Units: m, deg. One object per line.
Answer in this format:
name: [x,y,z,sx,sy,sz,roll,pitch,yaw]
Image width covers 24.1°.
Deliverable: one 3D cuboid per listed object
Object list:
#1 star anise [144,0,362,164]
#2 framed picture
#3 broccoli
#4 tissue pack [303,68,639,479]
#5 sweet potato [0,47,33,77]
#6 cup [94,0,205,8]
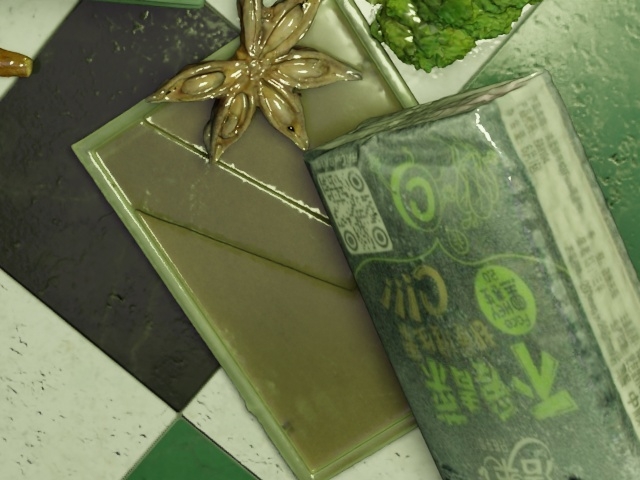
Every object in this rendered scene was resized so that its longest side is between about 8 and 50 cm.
star anise: [-0.057,-0.165,1.460,0.172,0.063,0.208,31,98,-21]
framed picture: [0.000,0.000,1.539,0.326,0.028,0.446,-32,98,8]
broccoli: [0.116,-0.296,1.424,0.302,0.186,0.254,-7,103,45]
tissue pack: [0.162,0.061,1.385,0.124,0.288,0.394,-29,100,-32]
sweet potato: [-0.422,-0.196,1.503,0.265,0.057,0.057,10,101,2]
cup: [-0.271,-0.398,1.316,0.392,0.310,0.401,9,134,-4]
